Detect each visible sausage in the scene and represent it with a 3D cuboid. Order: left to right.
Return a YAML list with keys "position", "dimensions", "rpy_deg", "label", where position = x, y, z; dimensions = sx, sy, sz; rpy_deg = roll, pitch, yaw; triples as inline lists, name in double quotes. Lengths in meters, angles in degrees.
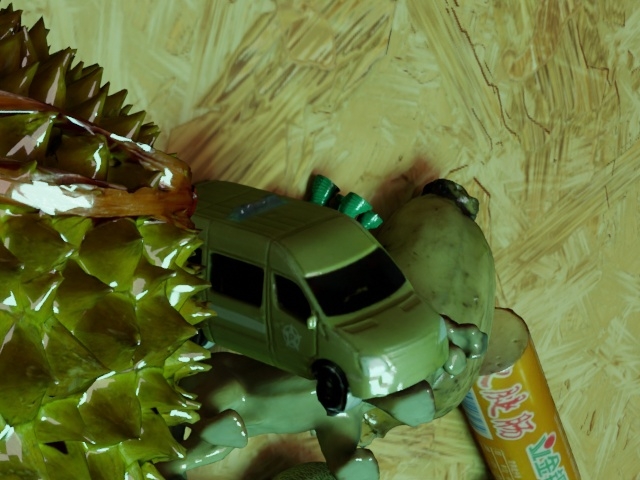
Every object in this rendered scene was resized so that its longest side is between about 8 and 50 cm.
- position: [0.211, 0.206, 1.563]
  dimensions: [0.093, 0.093, 0.312]
  rpy_deg: [-47, 134, -25]
  label: "sausage"

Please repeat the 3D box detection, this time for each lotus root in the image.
- position: [0.082, 0.068, 1.336]
  dimensions: [0.154, 0.140, 0.256]
  rpy_deg: [39, 68, -54]
  label: "lotus root"

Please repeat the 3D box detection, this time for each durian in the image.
- position: [-0.224, 0.039, 0.759]
  dimensions: [0.348, 0.348, 0.384]
  rpy_deg: [-25, 107, -39]
  label: "durian"

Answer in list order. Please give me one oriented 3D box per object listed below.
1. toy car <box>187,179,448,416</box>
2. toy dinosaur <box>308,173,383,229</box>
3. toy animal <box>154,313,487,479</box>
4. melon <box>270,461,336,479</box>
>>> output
- position: [-0.023, 0.033, 1.119]
  dimensions: [0.101, 0.257, 0.124]
  rpy_deg: [-23, 118, -40]
  label: "toy car"
- position: [0.000, 0.000, 1.285]
  dimensions: [0.096, 0.059, 0.132]
  rpy_deg: [-58, 146, -5]
  label: "toy dinosaur"
- position: [-0.015, 0.122, 1.192]
  dimensions: [0.312, 0.157, 0.097]
  rpy_deg: [-10, 121, 0]
  label: "toy animal"
- position: [0.005, 0.271, 1.330]
  dimensions: [0.139, 0.139, 0.192]
  rpy_deg: [-53, 128, -19]
  label: "melon"
